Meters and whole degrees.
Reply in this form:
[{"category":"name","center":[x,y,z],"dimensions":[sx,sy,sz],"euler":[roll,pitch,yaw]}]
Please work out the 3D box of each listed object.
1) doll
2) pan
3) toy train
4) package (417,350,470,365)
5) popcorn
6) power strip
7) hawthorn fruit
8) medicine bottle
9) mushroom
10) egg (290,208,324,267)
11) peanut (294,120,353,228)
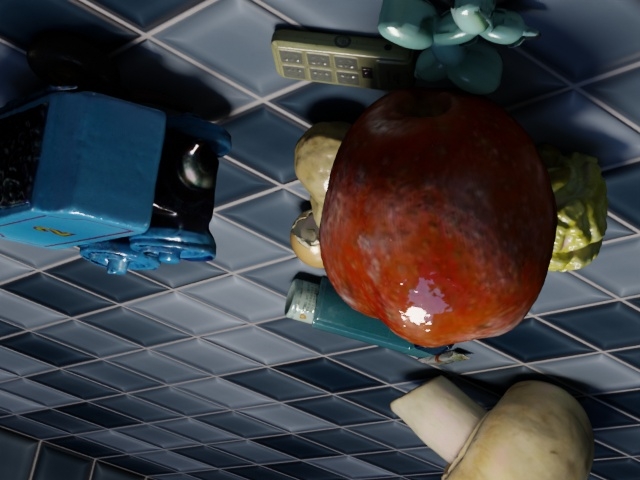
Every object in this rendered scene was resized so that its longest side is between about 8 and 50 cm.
[{"category":"doll","center":[0.134,-0.199,1.378],"dimensions":[0.159,0.059,0.158],"euler":[-14,147,44]},{"category":"pan","center":[-0.246,-0.180,1.633],"dimensions":[0.212,0.040,0.115],"euler":[24,160,-27]},{"category":"toy train","center":[-0.261,-0.070,1.658],"dimensions":[0.265,0.188,0.300],"euler":[15,167,-31]},{"category":"package","center":[0.211,0.200,2.365],"dimensions":[0.037,0.015,0.110],"euler":[18,159,-31]},{"category":"popcorn","center":[0.273,-0.036,1.596],"dimensions":[0.126,0.145,0.126],"euler":[26,161,-15]},{"category":"power strip","center":[0.032,-0.190,1.488],"dimensions":[0.169,0.028,0.076],"euler":[7,157,9]},{"category":"hawthorn fruit","center":[0.130,-0.023,1.467],"dimensions":[0.284,0.284,0.284],"euler":[10,158,4]},{"category":"medicine bottle","center":[0.078,0.116,2.139],"dimensions":[0.258,0.079,0.124],"euler":[15,161,-8]},{"category":"mushroom","center":[0.326,0.375,2.424],"dimensions":[0.325,0.353,0.353],"euler":[-23,145,22]},{"category":"egg","center":[0.000,0.000,1.893],"dimensions":[0.080,0.080,0.096],"euler":[6,154,13]},{"category":"peanut","center":[0.039,-0.062,1.703],"dimensions":[0.125,0.111,0.274],"euler":[18,159,25]}]
